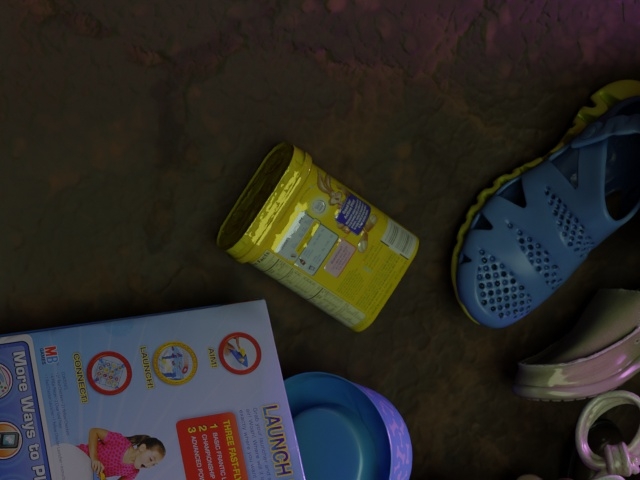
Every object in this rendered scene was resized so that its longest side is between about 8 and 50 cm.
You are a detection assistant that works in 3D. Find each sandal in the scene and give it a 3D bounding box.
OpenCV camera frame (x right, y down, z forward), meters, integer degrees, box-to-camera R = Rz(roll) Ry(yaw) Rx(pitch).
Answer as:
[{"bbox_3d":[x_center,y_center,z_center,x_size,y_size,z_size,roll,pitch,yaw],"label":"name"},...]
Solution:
[{"bbox_3d":[0.261,-0.037,1.611,0.126,0.138,0.317,43,86,-23],"label":"sandal"}]

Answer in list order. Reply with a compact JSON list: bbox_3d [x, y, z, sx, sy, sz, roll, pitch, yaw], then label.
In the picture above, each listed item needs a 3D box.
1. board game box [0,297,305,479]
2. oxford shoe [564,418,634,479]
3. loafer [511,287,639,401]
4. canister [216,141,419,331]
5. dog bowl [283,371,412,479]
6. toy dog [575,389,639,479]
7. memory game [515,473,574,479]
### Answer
[{"bbox_3d":[-0.171,0.227,1.456,0.301,0.086,0.308,-7,72,-19],"label":"board game box"},{"bbox_3d":[0.322,0.308,1.713,0.082,0.096,0.227,-9,101,-16],"label":"oxford shoe"},{"bbox_3d":[0.310,0.098,1.675,0.268,0.102,0.092,-20,97,-28],"label":"loafer"},{"bbox_3d":[0.000,0.000,1.557,0.170,0.073,0.126,34,87,-23],"label":"canister"},{"bbox_3d":[0.001,0.276,1.563,0.074,0.166,0.297,4,100,-57],"label":"dog bowl"},{"bbox_3d":[0.247,0.308,1.567,0.333,0.161,0.220,-28,92,-3],"label":"toy dog"},{"bbox_3d":[0.238,0.340,1.681,0.186,0.012,0.186,2,99,14],"label":"memory game"}]
